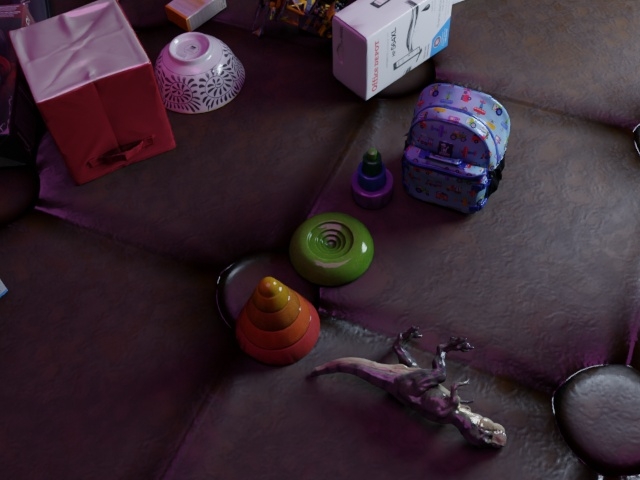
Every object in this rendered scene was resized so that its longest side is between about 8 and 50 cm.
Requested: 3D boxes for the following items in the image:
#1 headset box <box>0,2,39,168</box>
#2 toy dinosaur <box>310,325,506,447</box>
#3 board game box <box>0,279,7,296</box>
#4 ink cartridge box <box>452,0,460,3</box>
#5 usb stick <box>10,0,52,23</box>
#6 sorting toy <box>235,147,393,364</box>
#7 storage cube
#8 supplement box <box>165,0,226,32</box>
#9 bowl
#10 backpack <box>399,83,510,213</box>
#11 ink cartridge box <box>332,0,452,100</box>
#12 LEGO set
[{"bbox_3d":[-0.592,-0.267,1.341,0.218,0.110,0.293,-4,66,1],"label":"headset box"},{"bbox_3d":[0.129,0.175,1.049,0.268,0.064,0.118,20,66,21],"label":"toy dinosaur"},{"bbox_3d":[-0.608,-0.067,1.117,0.308,0.302,0.086,38,65,25],"label":"board game box"},{"bbox_3d":[0.171,-0.517,1.508,0.140,0.082,0.190,-22,58,-12],"label":"ink cartridge box"},{"bbox_3d":[-0.548,-0.426,1.517,0.077,0.045,0.278,-15,56,-7],"label":"usb stick"},{"bbox_3d":[0.000,0.000,1.137,0.127,0.126,0.365,25,61,20],"label":"sorting toy"},{"bbox_3d":[-0.366,-0.243,1.288,0.184,0.193,0.215,-23,58,-12],"label":"storage cube"},{"bbox_3d":[-0.236,-0.443,1.512,0.062,0.036,0.098,36,65,25],"label":"supplement box"},{"bbox_3d":[-0.221,-0.310,1.393,0.170,0.080,0.170,-2,54,3],"label":"bowl"},{"bbox_3d":[0.200,-0.143,1.192,0.158,0.173,0.117,21,59,16],"label":"backpack"},{"bbox_3d":[0.123,-0.355,1.360,0.203,0.148,0.086,-38,63,-19],"label":"ink cartridge box"},{"bbox_3d":[-0.033,-0.537,1.430,0.192,0.255,0.331,17,66,-17],"label":"LEGO set"}]
